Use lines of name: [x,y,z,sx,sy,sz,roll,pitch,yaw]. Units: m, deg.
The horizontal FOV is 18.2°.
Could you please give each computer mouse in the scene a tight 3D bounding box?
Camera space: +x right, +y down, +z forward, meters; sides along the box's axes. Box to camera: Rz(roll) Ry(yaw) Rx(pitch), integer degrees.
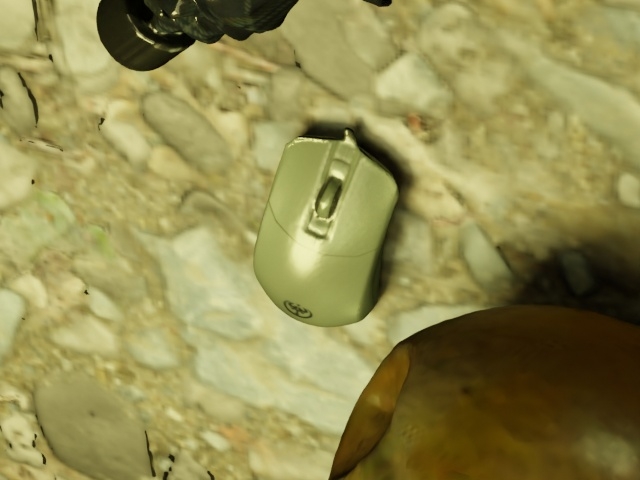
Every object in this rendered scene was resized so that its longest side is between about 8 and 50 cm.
computer mouse: [0.000,0.000,0.823,0.056,0.032,0.110,22,135,9]

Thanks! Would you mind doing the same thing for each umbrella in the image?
umbrella: [-0.001,-0.112,0.709,0.071,0.080,0.224,17,151,-36]

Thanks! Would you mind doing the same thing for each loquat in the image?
loquat: [0.109,0.127,0.775,0.227,0.179,0.179,35,136,-6]
